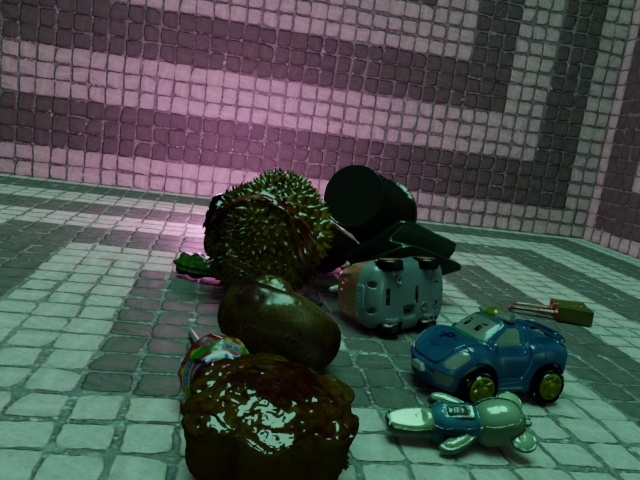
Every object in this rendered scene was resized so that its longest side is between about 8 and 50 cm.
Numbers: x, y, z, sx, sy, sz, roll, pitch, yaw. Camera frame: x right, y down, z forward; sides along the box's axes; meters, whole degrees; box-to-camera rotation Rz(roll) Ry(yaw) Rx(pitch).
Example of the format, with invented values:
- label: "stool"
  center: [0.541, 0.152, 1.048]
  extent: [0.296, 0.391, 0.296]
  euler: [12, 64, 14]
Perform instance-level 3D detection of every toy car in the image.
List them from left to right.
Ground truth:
- label: "toy car"
  center: [0.167, 0.126, 1.488]
  extent: [0.270, 0.181, 0.212]
  euler: [-1, 5, -36]
- label: "toy car"
  center: [0.327, 0.214, 1.164]
  extent: [0.313, 0.166, 0.198]
  euler: [3, 8, -21]

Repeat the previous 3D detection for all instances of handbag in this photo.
- label: "handbag"
  center: [0.235, 0.056, 1.692]
  extent: [0.238, 0.090, 0.326]
  euler: [-28, -28, 33]

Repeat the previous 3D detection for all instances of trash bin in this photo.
- label: "trash bin"
  center: [0.158, -0.088, 1.697]
  extent: [0.214, 0.214, 0.333]
  euler: [14, -7, 27]

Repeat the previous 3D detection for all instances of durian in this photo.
- label: "durian"
  center: [-0.136, -0.018, 1.507]
  extent: [0.347, 0.385, 0.348]
  euler: [6, -33, 4]

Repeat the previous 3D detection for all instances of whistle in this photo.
- label: "whistle"
  center: [0.219, 0.289, 0.935]
  extent: [0.235, 0.077, 0.114]
  euler: [1, 40, -6]

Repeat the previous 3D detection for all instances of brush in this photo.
- label: "brush"
  center: [0.677, 0.202, 1.762]
  extent: [0.233, 0.047, 0.103]
  euler: [9, 11, 6]

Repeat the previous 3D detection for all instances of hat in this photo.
- label: "hat"
  center: [0.000, 0.000, 1.744]
  extent: [0.265, 0.128, 0.265]
  euler: [38, 3, -3]

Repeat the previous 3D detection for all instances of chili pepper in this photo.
- label: "chili pepper"
  center: [-0.301, 0.080, 1.644]
  extent: [0.256, 0.074, 0.100]
  euler: [15, 9, 11]

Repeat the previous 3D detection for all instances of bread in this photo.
- label: "bread"
  center: [-0.063, 0.243, 0.790]
  extent: [0.231, 0.135, 0.246]
  euler: [14, 12, 27]

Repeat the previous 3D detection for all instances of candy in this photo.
- label: "candy"
  center: [-0.205, 0.202, 1.054]
  extent: [0.124, 0.124, 0.365]
  euler: [4, 0, -19]

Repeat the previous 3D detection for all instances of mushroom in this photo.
- label: "mushroom"
  center: [-0.074, 0.156, 1.110]
  extent: [0.253, 0.154, 0.253]
  euler: [27, -4, 2]

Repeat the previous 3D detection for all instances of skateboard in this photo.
- label: "skateboard"
  center: [-0.010, 0.125, 1.568]
  extent: [0.063, 0.083, 0.032]
  euler: [18, 4, 32]

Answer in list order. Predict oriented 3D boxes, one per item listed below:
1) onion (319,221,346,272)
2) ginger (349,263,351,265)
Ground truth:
- label: "onion"
  center: [-0.033, -0.008, 1.924]
  extent: [0.271, 0.195, 0.272]
  euler: [-1, 26, 0]
- label: "ginger"
  center: [0.142, 0.070, 1.918]
  extent: [0.080, 0.105, 0.204]
  euler: [-5, -7, 12]
